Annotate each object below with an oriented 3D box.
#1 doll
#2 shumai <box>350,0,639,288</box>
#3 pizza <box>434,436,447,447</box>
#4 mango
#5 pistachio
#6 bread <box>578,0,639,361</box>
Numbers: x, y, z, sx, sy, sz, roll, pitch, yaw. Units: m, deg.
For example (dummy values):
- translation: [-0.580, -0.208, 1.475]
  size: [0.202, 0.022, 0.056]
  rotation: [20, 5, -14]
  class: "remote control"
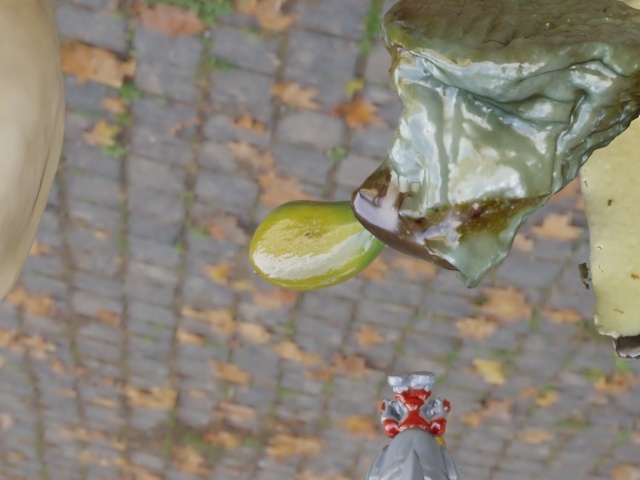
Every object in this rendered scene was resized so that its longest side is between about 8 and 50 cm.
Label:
- translation: [0.090, 0.207, 1.498]
  size: [0.094, 0.180, 0.079]
  rotation: [-1, 152, 6]
  class: "doll"
- translation: [0.149, -0.090, 1.214]
  size: [0.271, 0.204, 0.222]
  rotation: [-13, -153, -29]
  class: "shumai"
- translation: [0.129, 0.344, 1.834]
  size: [0.080, 0.188, 0.204]
  rotation: [-5, 120, 39]
  class: "pizza"
- translation: [-0.002, 0.007, 2.304]
  size: [0.237, 0.137, 0.091]
  rotation: [0, 169, 37]
  class: "mango"
- translation: [-0.289, -0.055, 1.044]
  size: [0.214, 0.318, 0.193]
  rotation: [36, 153, -32]
  class: "pistachio"
- translation: [0.385, -0.087, 1.459]
  size: [0.345, 0.405, 0.242]
  rotation: [-22, 175, 35]
  class: "bread"
